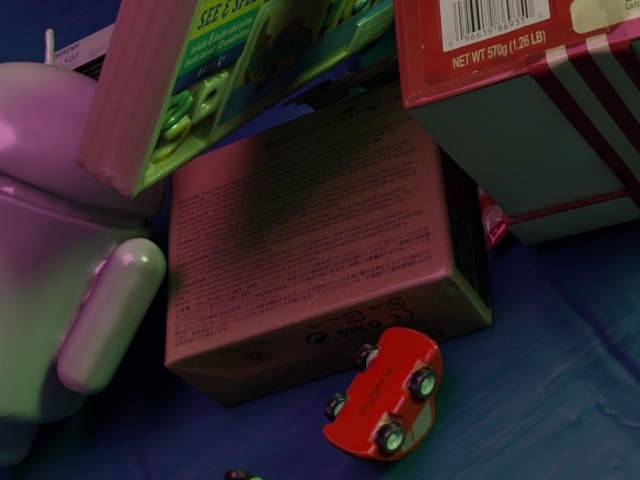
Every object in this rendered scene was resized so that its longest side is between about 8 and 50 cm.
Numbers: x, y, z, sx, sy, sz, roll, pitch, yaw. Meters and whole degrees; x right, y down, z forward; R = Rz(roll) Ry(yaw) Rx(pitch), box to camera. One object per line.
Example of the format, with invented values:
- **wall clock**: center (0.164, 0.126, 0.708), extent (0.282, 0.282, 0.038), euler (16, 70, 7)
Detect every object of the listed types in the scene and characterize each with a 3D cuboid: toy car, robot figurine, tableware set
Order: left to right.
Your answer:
- **robot figurine**: center (-0.249, 0.008, 0.954), extent (0.300, 0.200, 0.353), euler (25, 97, 29)
- **toy car**: center (-0.016, 0.185, 0.799), extent (0.225, 0.053, 0.239), euler (-15, 48, 26)
- **tableware set**: center (0.053, -0.144, 0.958), extent (0.169, 0.020, 0.141), euler (-28, 3, -39)

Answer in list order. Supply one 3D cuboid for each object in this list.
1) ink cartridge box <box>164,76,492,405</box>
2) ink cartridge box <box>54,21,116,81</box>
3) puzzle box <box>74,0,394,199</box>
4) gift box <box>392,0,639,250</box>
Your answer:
- **ink cartridge box**: center (0.000, 0.000, 0.904), extent (0.235, 0.088, 0.193), euler (-19, 51, 22)
- **ink cartridge box**: center (-0.160, -0.178, 1.162), extent (0.207, 0.097, 0.046), euler (-21, 46, 20)
- **puzzle box**: center (-0.004, -0.218, 0.853), extent (0.052, 0.272, 0.409), euler (33, 38, 11)
- **gift box**: center (0.187, -0.132, 0.768), extent (0.255, 0.258, 0.276), euler (-10, 66, 27)
